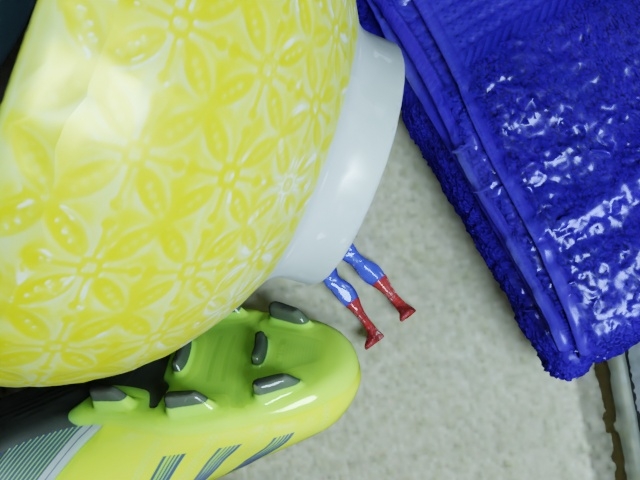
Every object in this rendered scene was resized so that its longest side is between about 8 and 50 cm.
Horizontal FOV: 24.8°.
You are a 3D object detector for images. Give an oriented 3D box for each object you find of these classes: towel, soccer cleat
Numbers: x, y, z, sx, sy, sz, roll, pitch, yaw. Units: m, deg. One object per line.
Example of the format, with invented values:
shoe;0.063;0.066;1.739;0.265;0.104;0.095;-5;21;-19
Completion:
towel;0.127;-0.112;0.664;0.228;0.076;0.308;-31;88;15
soccer cleat;-0.108;0.116;0.752;0.289;0.093;0.121;-19;121;10

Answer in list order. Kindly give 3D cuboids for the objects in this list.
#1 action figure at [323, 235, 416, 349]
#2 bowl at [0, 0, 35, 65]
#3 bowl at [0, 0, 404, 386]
action figure;0.000;0.000;0.732;0.038;0.030;0.115;-41;84;19
bowl;-0.301;-0.186;0.705;0.312;0.163;0.311;1;94;16
bowl;-0.056;-0.057;0.633;0.156;0.289;0.289;19;100;-12
